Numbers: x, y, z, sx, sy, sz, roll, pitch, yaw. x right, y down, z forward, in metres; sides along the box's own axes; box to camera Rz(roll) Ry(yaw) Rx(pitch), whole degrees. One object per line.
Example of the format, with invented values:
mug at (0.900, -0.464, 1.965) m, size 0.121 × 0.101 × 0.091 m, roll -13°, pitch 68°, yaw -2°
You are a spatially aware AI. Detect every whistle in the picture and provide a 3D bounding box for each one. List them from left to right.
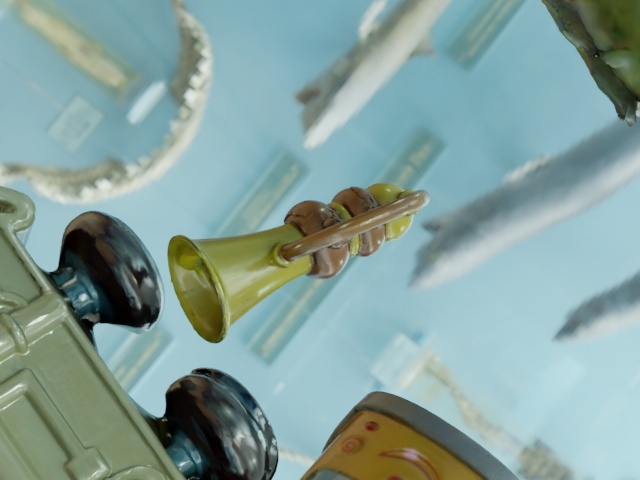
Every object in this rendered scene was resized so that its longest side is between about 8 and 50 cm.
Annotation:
whistle at (-0.004, -0.004, 0.590) m, size 0.109 × 0.046 × 0.057 m, roll -24°, pitch 153°, yaw -20°

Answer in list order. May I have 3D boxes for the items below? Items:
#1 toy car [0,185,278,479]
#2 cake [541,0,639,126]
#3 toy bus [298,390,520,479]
toy car at (-0.151, 0.114, 0.661) m, size 0.204 × 0.248 × 0.198 m, roll -33°, pitch 173°, yaw -26°
cake at (0.159, -0.171, 0.318) m, size 0.158 × 0.172 × 0.283 m, roll 0°, pitch 142°, yaw -49°
toy bus at (0.038, 0.193, 0.800) m, size 0.136 × 0.126 × 0.209 m, roll -41°, pitch 147°, yaw -29°
